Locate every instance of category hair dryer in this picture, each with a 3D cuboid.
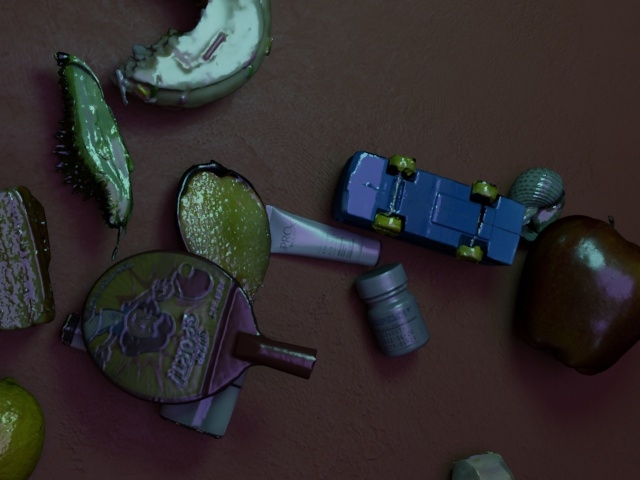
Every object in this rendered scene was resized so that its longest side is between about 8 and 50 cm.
[{"bbox_3d":[-0.310,0.204,1.729,0.361,0.128,0.203,22,80,-11],"label":"hair dryer"}]

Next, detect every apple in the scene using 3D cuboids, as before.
[{"bbox_3d":[0.550,0.106,1.976,0.288,0.288,0.317,25,91,-18],"label":"apple"}]

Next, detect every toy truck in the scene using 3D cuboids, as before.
[{"bbox_3d":[0.209,-0.056,1.909,0.384,0.162,0.161,16,82,-19],"label":"toy truck"}]

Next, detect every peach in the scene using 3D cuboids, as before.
[{"bbox_3d":[-0.183,-0.011,1.805,0.189,0.068,0.279,-15,91,-29],"label":"peach"}]

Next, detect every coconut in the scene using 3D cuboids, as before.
[{"bbox_3d":[0.320,0.490,1.950,0.122,0.116,0.116,-8,90,-26],"label":"coconut"}]

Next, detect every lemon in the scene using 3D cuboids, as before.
[{"bbox_3d":[-0.543,0.327,1.592,0.180,0.180,0.193,44,65,-14],"label":"lemon"}]

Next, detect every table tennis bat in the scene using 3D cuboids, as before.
[{"bbox_3d":[-0.210,0.164,1.675,0.414,0.051,0.268,16,79,-2],"label":"table tennis bat"}]

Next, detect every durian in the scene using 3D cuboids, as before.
[{"bbox_3d":[-0.401,-0.150,1.704,0.132,0.106,0.375,-18,93,-23],"label":"durian"}]

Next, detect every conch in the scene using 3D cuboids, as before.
[{"bbox_3d":[0.453,-0.083,2.039,0.153,0.102,0.135,-48,124,6],"label":"conch"}]

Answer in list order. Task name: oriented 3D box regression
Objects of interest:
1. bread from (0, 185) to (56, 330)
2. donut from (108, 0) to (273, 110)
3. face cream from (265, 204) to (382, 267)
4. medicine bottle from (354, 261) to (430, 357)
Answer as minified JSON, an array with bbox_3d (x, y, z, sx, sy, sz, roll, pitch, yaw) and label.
[{"bbox_3d":[-0.507,0.029,1.616,0.110,0.184,0.234,-10,91,-15],"label":"bread"},{"bbox_3d":[-0.242,-0.421,1.757,0.307,0.150,0.371,-2,88,-22],"label":"donut"},{"bbox_3d":[0.000,0.000,1.885,0.243,0.058,0.092,12,88,-14],"label":"face cream"},{"bbox_3d":[0.142,0.138,1.904,0.105,0.105,0.168,-24,96,-21],"label":"medicine bottle"}]
